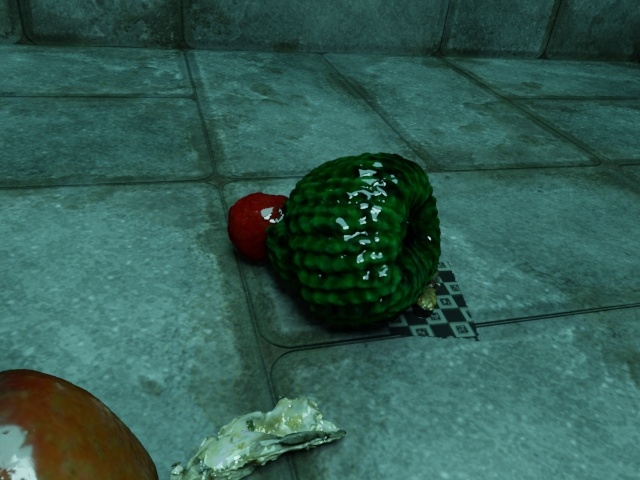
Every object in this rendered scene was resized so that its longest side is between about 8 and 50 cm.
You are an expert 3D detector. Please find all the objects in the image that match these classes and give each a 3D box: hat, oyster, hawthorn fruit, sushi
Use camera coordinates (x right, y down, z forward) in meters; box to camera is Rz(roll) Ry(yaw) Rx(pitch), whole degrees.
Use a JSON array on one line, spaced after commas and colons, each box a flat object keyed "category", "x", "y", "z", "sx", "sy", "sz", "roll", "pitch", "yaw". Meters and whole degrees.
[{"category": "hat", "x": 0.000, "y": 0.000, "z": 0.815, "sx": 0.332, "sy": 0.242, "sz": 0.274, "roll": -3, "pitch": 8, "yaw": 30}, {"category": "oyster", "x": -0.065, "y": 0.223, "z": 0.588, "sx": 0.200, "sy": 0.061, "sz": 0.106, "roll": -3, "pitch": 17, "yaw": -19}, {"category": "hawthorn fruit", "x": -0.229, "y": 0.187, "z": 0.413, "sx": 0.200, "sy": 0.251, "sz": 0.199, "roll": -12, "pitch": 18, "yaw": 4}, {"category": "sushi", "x": 0.164, "y": 0.076, "z": 0.854, "sx": 0.139, "sy": 0.031, "sz": 0.201, "roll": 3, "pitch": 33, "yaw": -6}]
